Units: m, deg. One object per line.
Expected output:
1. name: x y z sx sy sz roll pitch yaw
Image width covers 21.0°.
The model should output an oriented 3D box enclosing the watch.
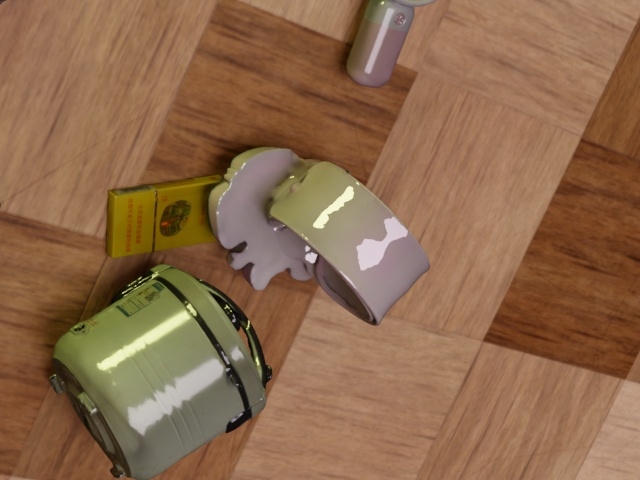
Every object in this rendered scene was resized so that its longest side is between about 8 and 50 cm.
1. watch: 0.000 0.000 2.160 0.196 0.231 0.244 -45 136 -8

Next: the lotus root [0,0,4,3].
1. lotus root: -0.345 -0.290 1.903 0.083 0.037 0.030 -44 126 -8

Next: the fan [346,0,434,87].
1. fan: 0.098 -0.308 2.178 0.130 0.074 0.244 8 109 -38

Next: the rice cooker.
1. rice cooker: -0.194 0.159 2.130 0.244 0.226 0.226 -34 128 -14

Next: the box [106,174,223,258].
1. box: -0.192 -0.030 2.154 0.155 0.023 0.087 -9 115 -31
